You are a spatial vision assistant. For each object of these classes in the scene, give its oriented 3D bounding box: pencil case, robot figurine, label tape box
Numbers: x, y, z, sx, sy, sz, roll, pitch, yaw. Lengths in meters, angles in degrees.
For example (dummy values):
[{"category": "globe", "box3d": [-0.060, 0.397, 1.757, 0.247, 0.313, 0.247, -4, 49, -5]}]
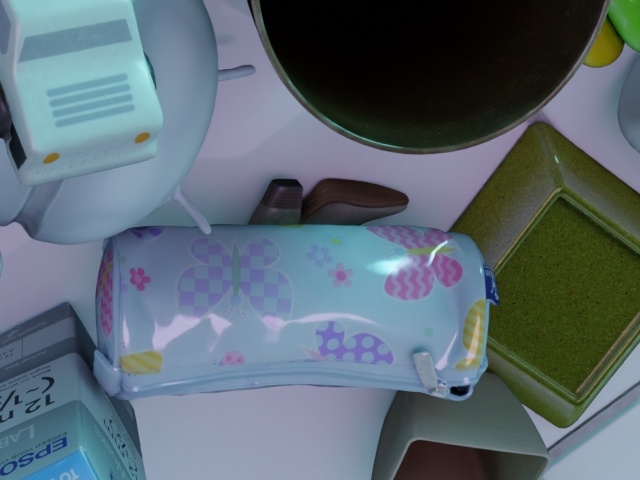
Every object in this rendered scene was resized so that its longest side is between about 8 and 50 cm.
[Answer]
[{"category": "pencil case", "box3d": [-0.020, 0.052, 1.004, 0.273, 0.113, 0.124, 2, 69, -14]}, {"category": "robot figurine", "box3d": [-0.214, -0.119, 0.904, 0.353, 0.200, 0.300, 21, 78, -17]}, {"category": "label tape box", "box3d": [-0.238, 0.196, 0.925, 0.249, 0.348, 0.115, -26, 111, -1]}]

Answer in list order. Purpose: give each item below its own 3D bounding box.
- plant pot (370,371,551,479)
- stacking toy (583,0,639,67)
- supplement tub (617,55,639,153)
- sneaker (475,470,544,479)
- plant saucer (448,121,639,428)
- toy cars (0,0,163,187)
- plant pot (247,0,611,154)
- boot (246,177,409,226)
[{"category": "plant pot", "box3d": [0.096, 0.153, 1.098, 0.109, 0.096, 0.109, 9, 130, -14]}, {"category": "stacking toy", "box3d": [0.194, -0.176, 0.976, 0.330, 0.141, 0.141, -23, 112, 20]}, {"category": "supplement tub", "box3d": [0.328, -0.071, 1.052, 0.199, 0.144, 0.144, 38, 98, -19]}, {"category": "sneaker", "box3d": [0.178, 0.299, 1.155, 0.091, 0.126, 0.240, -17, 111, -5]}, {"category": "plant saucer", "box3d": [0.183, 0.037, 1.114, 0.188, 0.045, 0.188, 34, 99, -18]}, {"category": "toy cars", "box3d": [-0.123, -0.216, 0.821, 0.176, 0.394, 0.087, 24, 147, -15]}, {"category": "plant pot", "box3d": [0.037, -0.189, 0.909, 0.215, 0.230, 0.215, -5, 111, -14]}, {"category": "boot", "box3d": [0.000, 0.000, 1.074, 0.118, 0.042, 0.087, 6, 113, -11]}]
